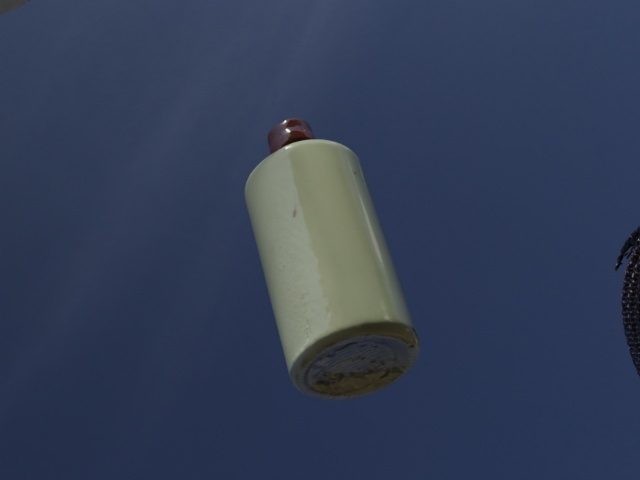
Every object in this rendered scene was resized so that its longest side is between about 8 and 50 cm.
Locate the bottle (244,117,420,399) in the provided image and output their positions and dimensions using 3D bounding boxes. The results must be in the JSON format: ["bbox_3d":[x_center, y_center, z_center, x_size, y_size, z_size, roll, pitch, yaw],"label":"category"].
[{"bbox_3d":[0.000,0.000,0.887,0.104,0.104,0.245,4,-130,-24],"label":"bottle"}]

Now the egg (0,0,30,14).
[{"bbox_3d":[-0.212,-0.184,0.423,0.174,0.286,0.264,-42,-112,-13],"label":"egg"}]

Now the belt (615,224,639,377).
[{"bbox_3d":[0.492,0.108,1.305,0.122,0.260,0.325,-14,-95,-43],"label":"belt"}]
